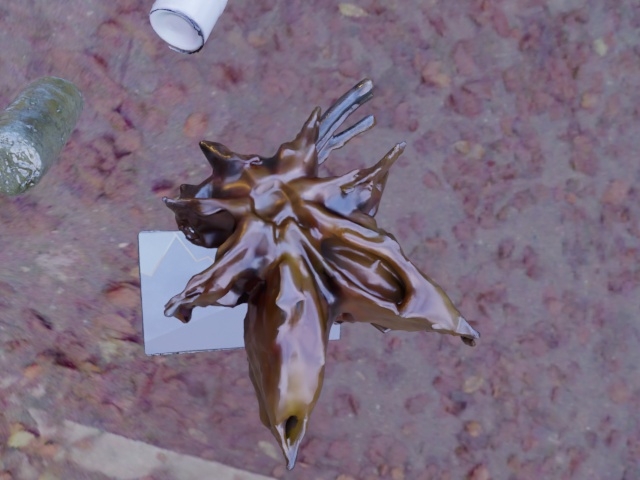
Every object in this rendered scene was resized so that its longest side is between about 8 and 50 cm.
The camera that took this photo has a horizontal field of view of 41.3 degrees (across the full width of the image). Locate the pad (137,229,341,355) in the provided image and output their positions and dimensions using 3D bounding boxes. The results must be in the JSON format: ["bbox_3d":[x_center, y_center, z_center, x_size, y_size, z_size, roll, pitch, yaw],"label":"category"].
[{"bbox_3d":[-0.089,0.058,0.998,0.243,0.004,0.164,-3,115,-11],"label":"pad"}]

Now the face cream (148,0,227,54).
[{"bbox_3d":[-0.092,-0.288,0.820,0.058,0.092,0.244,21,64,2],"label":"face cream"}]

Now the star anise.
[{"bbox_3d":[0.003,-0.009,0.644,0.237,0.148,0.346,14,50,-4],"label":"star anise"}]

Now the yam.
[{"bbox_3d":[-0.315,-0.120,0.927,0.078,0.179,0.078,1,124,1],"label":"yam"}]
